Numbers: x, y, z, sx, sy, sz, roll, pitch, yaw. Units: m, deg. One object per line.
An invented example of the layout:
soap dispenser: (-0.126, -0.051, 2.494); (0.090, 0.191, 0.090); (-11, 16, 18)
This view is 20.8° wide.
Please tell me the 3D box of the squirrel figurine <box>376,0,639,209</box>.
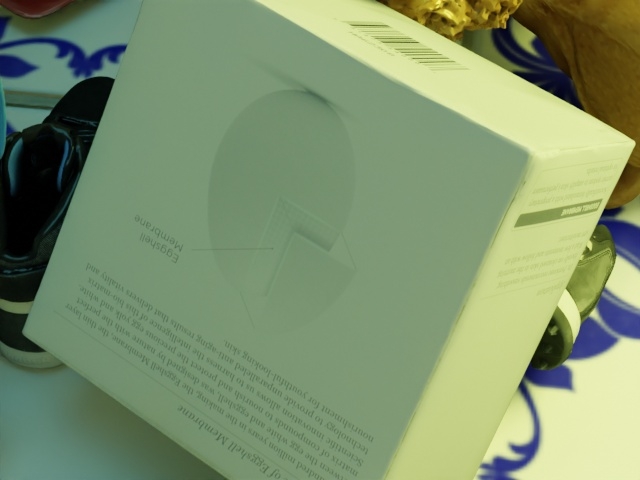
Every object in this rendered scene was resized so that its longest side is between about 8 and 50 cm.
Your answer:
squirrel figurine: (0.117, -0.201, 1.061); (0.397, 0.281, 0.370); (-10, 66, -34)

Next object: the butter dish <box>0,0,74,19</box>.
butter dish: (-0.191, -0.253, 1.195); (0.160, 0.118, 0.160); (-35, 58, -28)

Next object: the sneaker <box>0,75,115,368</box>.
sneaker: (-0.142, -0.044, 1.013); (0.079, 0.121, 0.217); (6, 50, 3)

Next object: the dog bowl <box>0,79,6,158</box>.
dog bowl: (-0.255, 0.006, 0.896); (0.166, 0.297, 0.074); (4, -3, -41)

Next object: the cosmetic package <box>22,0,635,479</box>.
cosmetic package: (0.000, 0.000, 0.893); (0.224, 0.225, 0.138); (32, 20, 24)

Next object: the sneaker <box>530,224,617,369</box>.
sneaker: (0.074, -0.022, 1.031); (0.234, 0.078, 0.106); (34, 54, 21)
